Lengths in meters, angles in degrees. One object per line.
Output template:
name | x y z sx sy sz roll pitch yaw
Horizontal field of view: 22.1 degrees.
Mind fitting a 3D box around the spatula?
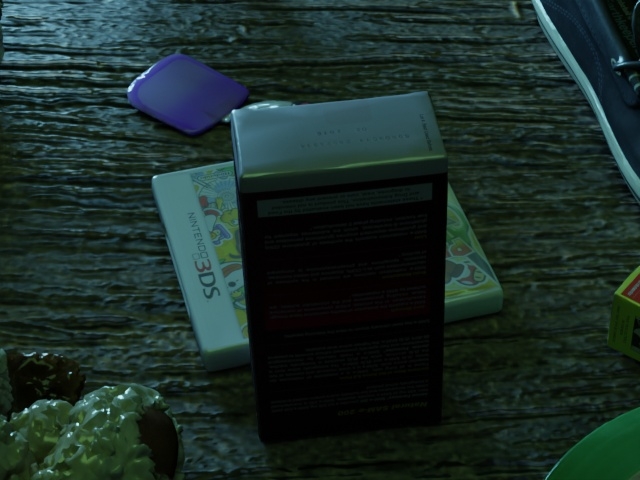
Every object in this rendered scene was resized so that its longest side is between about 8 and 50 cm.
spatula | -0.039 -0.104 1.349 0.296 0.030 0.084 16 43 38

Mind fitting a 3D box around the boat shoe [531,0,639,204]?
boat shoe | 0.314 -0.137 1.307 0.187 0.156 0.500 -12 45 -14

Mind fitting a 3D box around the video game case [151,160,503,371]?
video game case | 0.000 0.000 1.258 0.227 0.026 0.206 -11 43 -10

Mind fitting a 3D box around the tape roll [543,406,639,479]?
tape roll | 0.272 0.229 0.962 0.321 0.077 0.321 -1 42 1

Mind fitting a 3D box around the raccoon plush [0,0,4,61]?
raccoon plush | -0.453 -0.299 1.542 0.216 0.299 0.446 -8 76 -23

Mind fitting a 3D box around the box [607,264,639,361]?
box | 0.321 0.082 1.134 0.232 0.058 0.087 28 51 29

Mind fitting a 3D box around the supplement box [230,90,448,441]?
supplement box | 0.014 0.023 1.074 0.130 0.239 0.073 -5 41 -5

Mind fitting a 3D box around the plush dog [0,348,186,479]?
plush dog | -0.248 0.120 1.039 0.262 0.210 0.225 28 14 -33
